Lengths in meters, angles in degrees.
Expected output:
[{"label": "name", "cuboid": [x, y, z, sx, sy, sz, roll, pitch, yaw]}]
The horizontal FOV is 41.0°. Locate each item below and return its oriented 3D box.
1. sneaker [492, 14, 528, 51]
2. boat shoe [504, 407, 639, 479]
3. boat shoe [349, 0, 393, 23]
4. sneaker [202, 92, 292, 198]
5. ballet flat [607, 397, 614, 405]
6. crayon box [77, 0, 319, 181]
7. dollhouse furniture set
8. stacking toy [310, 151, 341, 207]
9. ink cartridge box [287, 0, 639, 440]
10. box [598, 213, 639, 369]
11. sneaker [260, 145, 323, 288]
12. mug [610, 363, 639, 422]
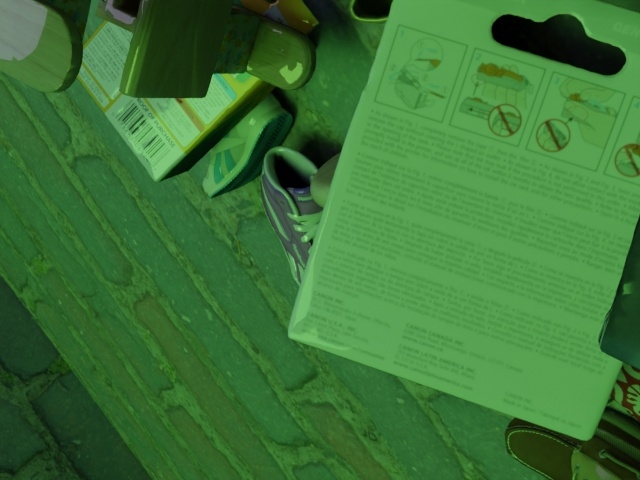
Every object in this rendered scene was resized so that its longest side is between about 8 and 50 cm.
[{"label": "sneaker", "cuboid": [0.171, -0.079, 0.929, 0.146, 0.134, 0.343, 7, 117, 56]}, {"label": "boat shoe", "cuboid": [0.358, 0.290, 1.023, 0.324, 0.120, 0.122, 11, 128, 44]}, {"label": "boat shoe", "cuboid": [0.147, -0.262, 0.772, 0.285, 0.089, 0.104, -18, 109, 49]}, {"label": "sneaker", "cuboid": [-0.119, -0.144, 1.237, 0.092, 0.087, 0.228, 53, 139, 11]}, {"label": "ballet flat", "cuboid": [0.255, 0.094, 1.019, 0.248, 0.086, 0.086, 49, 146, 9]}, {"label": "crayon box", "cuboid": [-0.154, -0.251, 1.094, 0.323, 0.083, 0.203, -38, 88, 30]}, {"label": "dollhouse furniture set", "cuboid": [-0.065, -0.303, 0.766, 0.257, 0.362, 0.394, 29, 112, 25]}, {"label": "stacking toy", "cuboid": [0.112, 0.039, 1.085, 0.141, 0.141, 0.330, 2, 126, 49]}, {"label": "ink cartridge box", "cuboid": [0.169, -0.039, 0.809, 0.308, 0.091, 0.384, 19, 102, 7]}, {"label": "box", "cuboid": [0.433, 0.001, 0.553, 0.396, 0.212, 0.293, 26, 126, 32]}, {"label": "sneaker", "cuboid": [-0.001, 0.000, 1.128, 0.282, 0.102, 0.161, 54, 167, 17]}, {"label": "mug", "cuboid": [0.362, 0.150, 0.887, 0.169, 0.113, 0.150, 46, -178, 3]}]
